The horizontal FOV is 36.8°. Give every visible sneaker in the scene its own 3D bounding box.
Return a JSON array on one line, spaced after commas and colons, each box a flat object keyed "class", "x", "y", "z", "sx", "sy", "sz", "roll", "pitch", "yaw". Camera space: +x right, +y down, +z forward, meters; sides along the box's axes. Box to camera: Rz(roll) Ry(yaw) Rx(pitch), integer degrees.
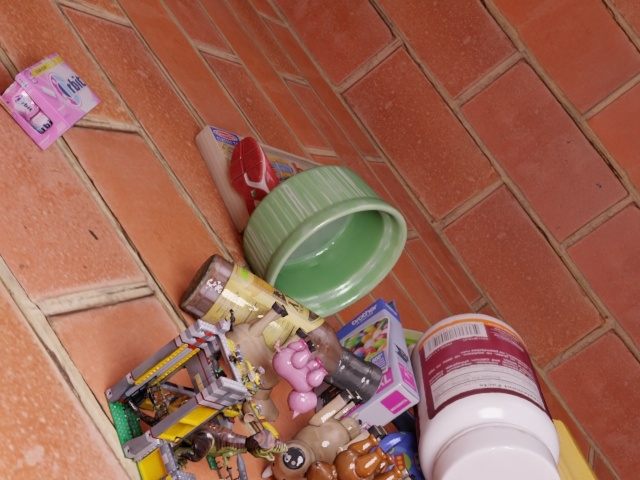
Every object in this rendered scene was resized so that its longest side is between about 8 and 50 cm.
[{"class": "sneaker", "x": -0.105, "y": -0.100, "z": 1.956, "sx": 0.128, "sy": 0.087, "sz": 0.221, "roll": 24, "pitch": 45, "yaw": -53}]

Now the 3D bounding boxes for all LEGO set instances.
[{"class": "LEGO set", "x": -0.100, "y": 0.250, "z": 1.179, "sx": 0.255, "sy": 0.192, "sz": 0.331, "roll": 36, "pitch": 23, "yaw": -45}]

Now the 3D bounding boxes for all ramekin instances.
[{"class": "ramekin", "x": 0.000, "y": 0.000, "z": 1.836, "sx": 0.303, "sy": 0.303, "sz": 0.148, "roll": 29, "pitch": 20, "yaw": -55}]

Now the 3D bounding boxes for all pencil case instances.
[{"class": "pencil case", "x": 0.140, "y": 0.447, "z": 1.568, "sx": 0.133, "sy": 0.119, "sz": 0.306, "roll": 5, "pitch": 32, "yaw": -11}]

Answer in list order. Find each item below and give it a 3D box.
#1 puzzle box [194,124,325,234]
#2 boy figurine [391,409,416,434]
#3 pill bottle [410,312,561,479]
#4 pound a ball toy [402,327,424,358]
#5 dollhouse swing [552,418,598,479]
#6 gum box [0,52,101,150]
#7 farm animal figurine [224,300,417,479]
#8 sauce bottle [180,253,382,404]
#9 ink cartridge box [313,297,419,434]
[{"class": "puzzle box", "x": -0.075, "y": -0.101, "z": 2.138, "sx": 0.408, "sy": 0.052, "sz": 0.272, "roll": 13, "pitch": 40, "yaw": -49}, {"class": "boy figurine", "x": 0.200, "y": 0.410, "z": 1.870, "sx": 0.285, "sy": 0.092, "sz": 0.177, "roll": 53, "pitch": -12, "yaw": -11}, {"class": "pill bottle", "x": 0.268, "y": 0.303, "z": 1.586, "sx": 0.224, "sy": 0.224, "sz": 0.392, "roll": 48, "pitch": 17, "yaw": -17}, {"class": "pound a ball toy", "x": 0.201, "y": 0.277, "z": 2.004, "sx": 0.208, "sy": 0.136, "sz": 0.319, "roll": 25, "pitch": 5, "yaw": 33}, {"class": "dollhouse swing", "x": 0.309, "y": 0.468, "z": 1.576, "sx": 0.315, "sy": 0.346, "sz": 0.305, "roll": 23, "pitch": 33, "yaw": -60}, {"class": "gum box", "x": -0.427, "y": -0.221, "z": 1.514, "sx": 0.107, "sy": 0.062, "sz": 0.188, "roll": 48, "pitch": 16, "yaw": -14}, {"class": "farm animal figurine", "x": -0.019, "y": 0.283, "z": 1.426, "sx": 0.330, "sy": 0.172, "sz": 0.327, "roll": 53, "pitch": 1, "yaw": 32}, {"class": "sauce bottle", "x": -0.056, "y": 0.151, "z": 1.546, "sx": 0.344, "sy": 0.111, "sz": 0.111, "roll": 34, "pitch": 21, "yaw": -16}, {"class": "ink cartridge box", "x": 0.070, "y": 0.227, "z": 1.724, "sx": 0.065, "sy": 0.185, "sz": 0.311, "roll": 44, "pitch": 18, "yaw": -22}]
